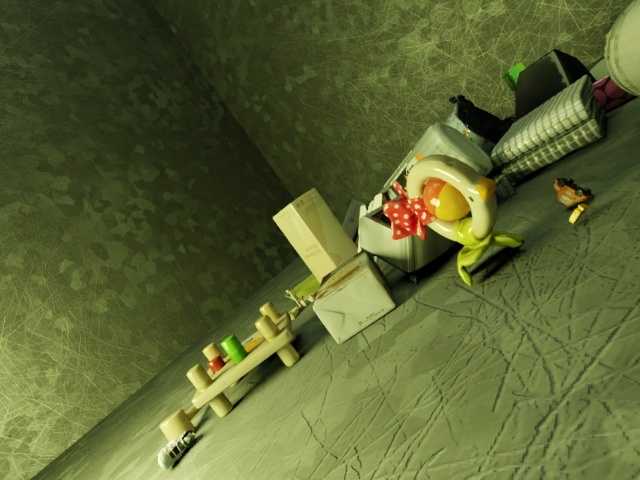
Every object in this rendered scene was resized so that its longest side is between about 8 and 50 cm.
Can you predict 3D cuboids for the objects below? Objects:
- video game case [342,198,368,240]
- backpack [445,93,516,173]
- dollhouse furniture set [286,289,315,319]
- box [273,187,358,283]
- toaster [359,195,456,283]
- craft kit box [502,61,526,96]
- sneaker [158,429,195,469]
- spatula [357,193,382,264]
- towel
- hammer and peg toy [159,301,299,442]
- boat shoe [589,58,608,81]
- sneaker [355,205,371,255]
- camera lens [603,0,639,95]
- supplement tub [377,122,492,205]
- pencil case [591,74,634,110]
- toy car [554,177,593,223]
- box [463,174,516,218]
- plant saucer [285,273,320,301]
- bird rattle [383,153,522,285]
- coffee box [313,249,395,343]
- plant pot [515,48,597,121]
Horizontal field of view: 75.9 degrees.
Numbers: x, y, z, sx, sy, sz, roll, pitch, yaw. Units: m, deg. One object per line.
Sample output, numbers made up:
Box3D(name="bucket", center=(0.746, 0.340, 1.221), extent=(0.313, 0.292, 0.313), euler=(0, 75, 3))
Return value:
Box3D(name="video game case", center=(0.118, -0.038, 1.605), extent=(0.269, 0.061, 0.244), euler=(-26, -44, -80))
Box3D(name="backpack", center=(0.524, -0.337, 1.377), extent=(0.263, 0.277, 0.213), euler=(-55, -13, -58))
Box3D(name="dollhouse furniture set", center=(-0.086, 0.203, 1.369), extent=(0.091, 0.081, 0.114), euler=(-35, 4, 21))
Box3D(name="box", center=(0.000, 0.000, 1.359), extent=(0.121, 0.311, 0.148), euler=(-38, 4, -34))
Box3D(name="toaster", center=(0.198, -0.020, 0.913), extent=(0.168, 0.110, 0.186), euler=(-30, 38, -25))
Box3D(name="craft kit box", center=(0.804, -0.558, 1.583), extent=(0.061, 0.249, 0.247), euler=(-35, 3, 21))
Box3D(name="sneaker", center=(-0.283, 0.414, 0.831), extent=(0.069, 0.038, 0.098), euler=(-36, 4, 3))
Box3D(name="spatula", center=(0.130, 0.004, 1.127), extent=(0.019, 0.241, 0.168), euler=(9, -10, -17))
Box3D(name="towel", center=(0.587, -0.276, 1.048), extent=(0.235, 0.121, 0.284), euler=(-35, 5, 44))
Box3D(name="hammer and peg toy", center=(-0.222, 0.302, 0.991), extent=(0.362, 0.127, 0.266), euler=(-36, 4, -3))
Box3D(name="boat shoe", center=(0.907, -0.505, 1.213), extent=(0.305, 0.091, 0.109), euler=(162, 124, -85))
Box3D(name="sneaker", center=(0.180, -0.041, 1.446), extent=(0.102, 0.161, 0.282), euler=(-41, 5, -42))
Box3D(name="camera lens", center=(0.646, -0.357, 0.698), extent=(0.220, 0.219, 0.274), euler=(-35, 4, 22))
Box3D(name="supplement tub", center=(0.284, -0.138, 1.109), extent=(0.315, 0.194, 0.193), euler=(-55, -7, 32))
Box3D(name="pencil case", center=(0.749, -0.390, 1.124), extent=(0.095, 0.098, 0.209), euler=(-40, 6, -41))
Box3D(name="toy car", center=(0.387, -0.063, 0.648), extent=(0.122, 0.060, 0.040), euler=(-30, -33, -47))
Box3D(name="box", center=(0.384, -0.090, 1.004), extent=(0.169, 0.054, 0.059), euler=(-35, 4, 4))
Box3D(name="plant saucer", center=(-0.037, 0.175, 1.563), extent=(0.188, 0.045, 0.188), euler=(-37, 3, -13))
Box3D(name="bird rattle", center=(0.218, -0.061, 0.701), extent=(0.143, 0.253, 0.206), euler=(-31, -41, -15))
Box3D(name="coffee box", center=(0.074, 0.112, 0.916), extent=(0.141, 0.098, 0.246), euler=(-35, 4, 8))
Box3D(name="plant pot", center=(0.727, -0.474, 1.280), extent=(0.188, 0.166, 0.188), euler=(2, -18, -29))
